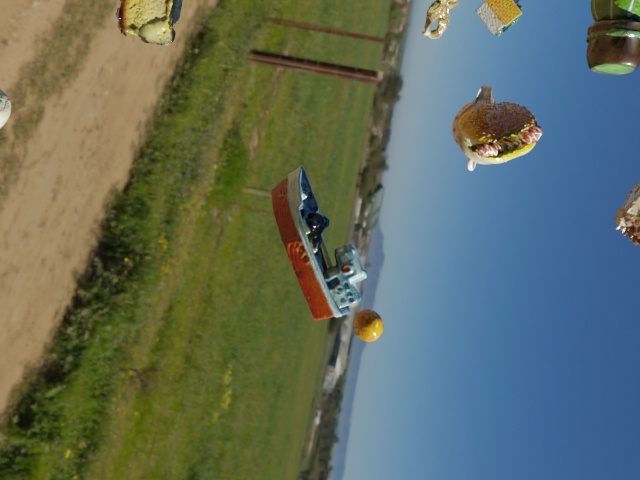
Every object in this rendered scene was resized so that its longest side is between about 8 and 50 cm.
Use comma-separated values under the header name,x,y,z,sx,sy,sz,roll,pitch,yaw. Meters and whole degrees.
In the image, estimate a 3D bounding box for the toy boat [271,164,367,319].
name,x,y,z,sx,sy,sz,roll,pitch,yaw
toy boat,0.000,0.000,1.445,0.332,0.133,0.145,68,12,8

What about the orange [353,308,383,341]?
name,x,y,z,sx,sy,sz,roll,pitch,yaw
orange,0.122,0.214,1.715,0.083,0.070,0.083,176,-90,-75

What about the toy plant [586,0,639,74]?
name,x,y,z,sx,sy,sz,roll,pitch,yaw
toy plant,0.481,-0.355,1.091,0.093,0.092,0.162,13,84,-86

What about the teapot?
name,x,y,z,sx,sy,sz,roll,pitch,yaw
teapot,0.465,-0.320,1.981,0.116,0.159,0.246,56,42,-73

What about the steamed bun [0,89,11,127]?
name,x,y,z,sx,sy,sz,roll,pitch,yaw
steamed bun,-0.702,-0.271,1.378,0.091,0.129,0.113,-53,-141,47

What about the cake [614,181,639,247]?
name,x,y,z,sx,sy,sz,roll,pitch,yaw
cake,0.605,-0.051,1.164,0.134,0.147,0.135,-50,168,-32

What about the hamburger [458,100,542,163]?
name,x,y,z,sx,sy,sz,roll,pitch,yaw
hamburger,0.451,-0.276,1.713,0.116,0.210,0.173,97,-32,-58

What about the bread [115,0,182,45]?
name,x,y,z,sx,sy,sz,roll,pitch,yaw
bread,-0.387,-0.537,1.553,0.169,0.140,0.160,117,-15,-51

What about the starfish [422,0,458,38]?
name,x,y,z,sx,sy,sz,roll,pitch,yaw
starfish,0.283,-0.534,1.515,0.210,0.053,0.150,-56,148,-22

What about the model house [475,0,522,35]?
name,x,y,z,sx,sy,sz,roll,pitch,yaw
model house,0.435,-0.547,1.563,0.100,0.088,0.100,-41,-177,-16
